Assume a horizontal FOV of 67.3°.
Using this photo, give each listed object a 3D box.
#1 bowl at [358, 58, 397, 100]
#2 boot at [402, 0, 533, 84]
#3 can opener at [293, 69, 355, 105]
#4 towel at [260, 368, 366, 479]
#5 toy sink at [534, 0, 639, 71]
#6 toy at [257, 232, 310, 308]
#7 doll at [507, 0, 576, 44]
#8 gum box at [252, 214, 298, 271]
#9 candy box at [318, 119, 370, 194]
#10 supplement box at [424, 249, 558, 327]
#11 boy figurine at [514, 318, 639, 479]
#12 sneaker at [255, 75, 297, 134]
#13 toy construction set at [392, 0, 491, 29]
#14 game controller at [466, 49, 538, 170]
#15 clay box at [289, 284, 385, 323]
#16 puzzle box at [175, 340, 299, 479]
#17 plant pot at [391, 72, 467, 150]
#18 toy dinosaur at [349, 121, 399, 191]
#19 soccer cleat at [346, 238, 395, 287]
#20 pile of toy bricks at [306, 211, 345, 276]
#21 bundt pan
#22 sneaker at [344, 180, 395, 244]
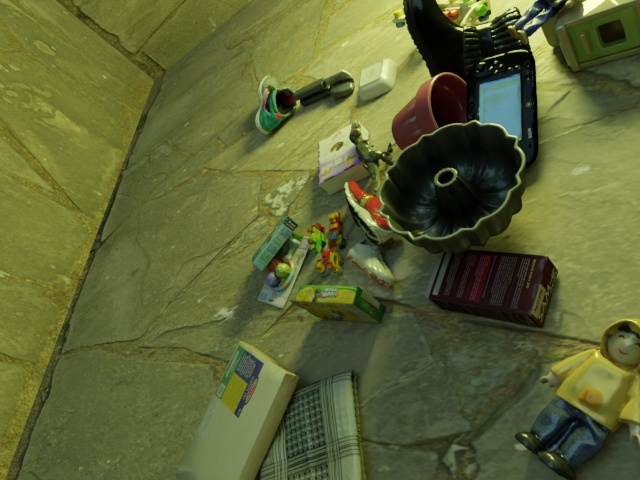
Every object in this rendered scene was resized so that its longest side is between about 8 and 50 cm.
[{"bbox_3d":[0.192,-0.567,1.679,0.142,0.053,0.142,-12,55,39],"label":"bowl"},{"bbox_3d":[0.401,-0.571,1.299,0.260,0.348,0.131,-19,16,39],"label":"boot"},{"bbox_3d":[0.009,-0.577,1.846,0.280,0.074,0.093,-5,59,42],"label":"can opener"},{"bbox_3d":[-0.034,0.493,1.115,0.312,0.056,0.324,-28,46,27],"label":"towel"},{"bbox_3d":[0.631,-0.502,1.124,0.234,0.153,0.131,-3,60,42],"label":"toy sink"},{"bbox_3d":[-0.125,0.082,1.505,0.137,0.056,0.237,8,68,49],"label":"toy"},{"bbox_3d":[0.524,-0.545,1.105,0.189,0.046,0.129,-42,42,15],"label":"doll"},{"bbox_3d":[-0.148,0.004,1.544,0.184,0.041,0.157,-53,10,0],"label":"gum box"},{"bbox_3d":[0.076,-0.268,1.556,0.165,0.070,0.196,-24,48,31],"label":"candy box"},{"bbox_3d":[0.354,0.093,1.016,0.239,0.073,0.130,6,66,47],"label":"supplement box"},{"bbox_3d":[0.457,0.254,0.786,0.285,0.092,0.177,-53,37,5],"label":"boy figurine"},{"bbox_3d":[-0.179,-0.599,2.003,0.178,0.123,0.296,-22,56,39],"label":"sneaker"},{"bbox_3d":[0.395,-0.686,1.490,0.215,0.151,0.328,-29,47,-10],"label":"toy construction set"},{"bbox_3d":[0.445,-0.314,1.185,0.166,0.067,0.319,-8,72,43],"label":"game controller"},{"bbox_3d":[0.037,0.161,1.232,0.222,0.127,0.053,-2,60,43],"label":"clay box"},{"bbox_3d":[-0.224,0.494,1.260,0.272,0.052,0.409,13,76,55],"label":"puzzle box"},{"bbox_3d":[0.299,-0.319,1.299,0.180,0.201,0.201,-17,50,56],"label":"plant pot"},{"bbox_3d":[0.169,-0.247,1.423,0.118,0.064,0.268,-12,56,-9],"label":"toy dinosaur"},{"bbox_3d":[0.139,0.054,1.263,0.076,0.068,0.196,-50,36,-1],"label":"soccer cleat"},{"bbox_3d":[0.000,0.000,1.404,0.118,0.105,0.212,-23,48,32],"label":"pile of toy bricks"},{"bbox_3d":[0.301,-0.104,1.082,0.330,0.124,0.331,-21,46,23],"label":"bundt pan"},{"bbox_3d":[0.150,-0.088,1.351,0.118,0.107,0.279,-25,40,-3],"label":"sneaker"}]
